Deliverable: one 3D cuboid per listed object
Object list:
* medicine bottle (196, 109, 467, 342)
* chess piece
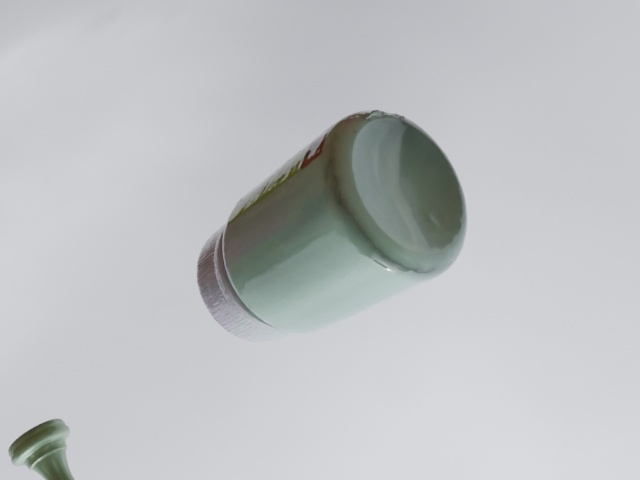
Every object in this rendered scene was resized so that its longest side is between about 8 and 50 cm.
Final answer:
[{"bbox_3d":[0.000,0.000,0.582,0.225,0.139,0.139,-32,-150,46],"label":"medicine bottle"},{"bbox_3d":[-0.288,0.254,0.759,0.067,0.067,0.103,-36,-105,-7],"label":"chess piece"}]
